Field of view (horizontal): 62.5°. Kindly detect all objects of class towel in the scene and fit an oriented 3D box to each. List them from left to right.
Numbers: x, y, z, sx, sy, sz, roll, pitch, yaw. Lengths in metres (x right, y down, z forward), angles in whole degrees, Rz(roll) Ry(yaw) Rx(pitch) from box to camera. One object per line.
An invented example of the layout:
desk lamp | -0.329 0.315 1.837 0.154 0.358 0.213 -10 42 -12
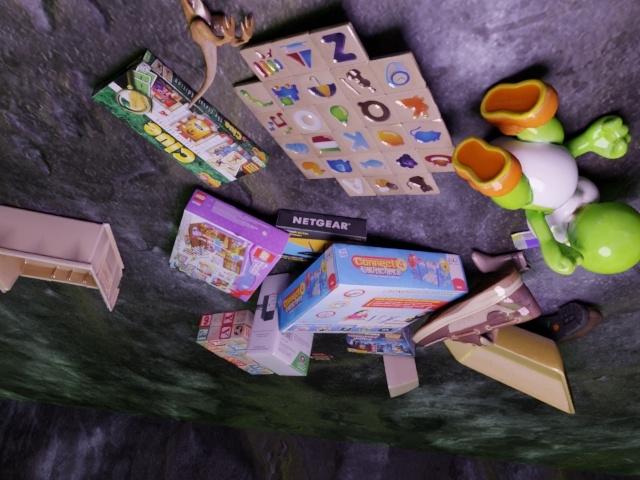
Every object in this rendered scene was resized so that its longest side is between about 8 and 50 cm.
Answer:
towel | 0.415 -0.004 1.016 0.083 0.010 0.060 -9 146 26

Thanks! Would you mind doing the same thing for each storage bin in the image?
storage bin | -0.621 0.049 1.232 0.262 0.123 0.260 10 149 -5

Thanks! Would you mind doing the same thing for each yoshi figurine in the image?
yoshi figurine | 0.363 -0.062 0.765 0.203 0.203 0.362 -27 138 34

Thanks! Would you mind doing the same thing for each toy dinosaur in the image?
toy dinosaur | -0.146 -0.267 0.681 0.112 0.064 0.212 16 144 23

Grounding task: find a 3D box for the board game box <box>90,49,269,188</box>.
board game box | -0.219 -0.181 0.853 0.136 0.030 0.259 -15 142 36

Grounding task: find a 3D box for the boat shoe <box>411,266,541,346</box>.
boat shoe | 0.323 0.177 1.122 0.123 0.123 0.342 50 141 6

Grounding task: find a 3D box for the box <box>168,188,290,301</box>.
box | -0.203 0.023 1.113 0.200 0.057 0.293 27 149 -10

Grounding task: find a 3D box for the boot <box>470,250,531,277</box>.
boot | 0.372 0.042 1.079 0.086 0.042 0.118 -24 138 32

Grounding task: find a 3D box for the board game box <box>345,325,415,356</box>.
board game box | 0.169 0.253 1.448 0.194 0.060 0.194 3 148 8

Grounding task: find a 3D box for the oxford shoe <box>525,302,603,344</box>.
oxford shoe | 0.586 0.220 1.280 0.096 0.083 0.227 7 154 -19

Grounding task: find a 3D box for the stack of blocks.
stack of blocks | -0.215 0.319 1.617 0.171 0.087 0.297 -10 145 26

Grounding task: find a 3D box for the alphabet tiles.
alphabet tiles | 0.043 -0.167 0.778 0.284 0.011 0.342 1 150 34

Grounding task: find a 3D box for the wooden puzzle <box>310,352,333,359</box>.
wooden puzzle | 0.003 0.387 1.757 0.083 0.006 0.049 -2 148 16

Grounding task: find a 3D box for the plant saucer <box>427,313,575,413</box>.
plant saucer | 0.467 0.282 1.315 0.332 0.081 0.333 20 160 38

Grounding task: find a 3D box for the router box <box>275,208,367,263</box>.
router box | 0.000 0.000 1.082 0.178 0.046 0.133 7 149 2

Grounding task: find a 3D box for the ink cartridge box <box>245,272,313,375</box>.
ink cartridge box | -0.086 0.205 1.285 0.086 0.209 0.153 -8 145 31

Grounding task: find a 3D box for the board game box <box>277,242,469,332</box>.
board game box | 0.101 0.118 1.146 0.307 0.086 0.302 6 152 -26

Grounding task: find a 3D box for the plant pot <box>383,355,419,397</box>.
plant pot | 0.258 0.424 1.674 0.096 0.109 0.109 -11 146 7
